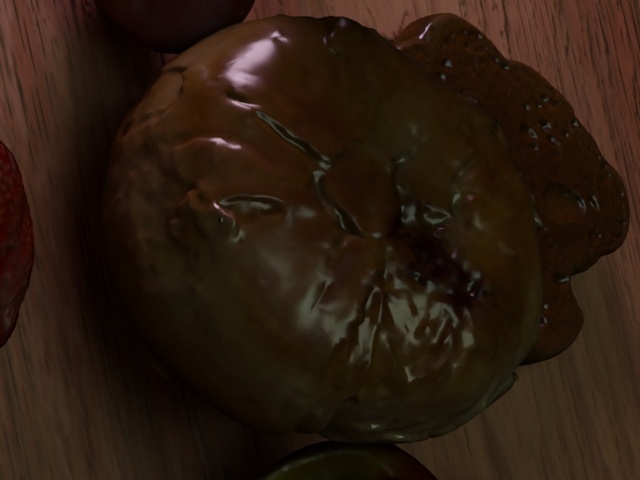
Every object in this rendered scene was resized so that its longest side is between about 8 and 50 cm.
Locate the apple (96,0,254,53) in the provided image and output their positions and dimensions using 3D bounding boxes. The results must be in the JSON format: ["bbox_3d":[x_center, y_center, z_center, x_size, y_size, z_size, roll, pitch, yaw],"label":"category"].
[{"bbox_3d":[-0.134,-0.233,1.537,0.153,0.120,0.153,30,26,-16],"label":"apple"}]

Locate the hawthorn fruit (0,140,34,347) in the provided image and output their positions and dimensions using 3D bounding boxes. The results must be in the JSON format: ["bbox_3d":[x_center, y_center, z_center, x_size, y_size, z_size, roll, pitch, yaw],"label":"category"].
[{"bbox_3d":[-0.316,0.025,1.285,0.205,0.205,0.253,18,68,-36],"label":"hawthorn fruit"}]

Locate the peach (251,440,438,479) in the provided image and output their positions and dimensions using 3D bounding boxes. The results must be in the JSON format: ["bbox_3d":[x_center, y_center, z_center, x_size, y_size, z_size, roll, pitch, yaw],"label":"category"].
[{"bbox_3d":[0.018,0.323,1.482,0.245,0.248,0.274,-20,108,-7],"label":"peach"}]

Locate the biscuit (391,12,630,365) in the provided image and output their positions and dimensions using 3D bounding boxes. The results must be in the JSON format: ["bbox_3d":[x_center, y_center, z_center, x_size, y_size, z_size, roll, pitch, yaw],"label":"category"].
[{"bbox_3d":[0.175,-0.047,1.799,0.381,0.074,0.358,14,72,-40],"label":"biscuit"}]

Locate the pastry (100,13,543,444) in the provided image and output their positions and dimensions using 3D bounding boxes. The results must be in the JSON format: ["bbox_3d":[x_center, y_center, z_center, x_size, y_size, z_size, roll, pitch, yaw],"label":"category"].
[{"bbox_3d":[0.000,0.000,1.504,0.410,0.245,0.409,14,59,-23],"label":"pastry"}]
